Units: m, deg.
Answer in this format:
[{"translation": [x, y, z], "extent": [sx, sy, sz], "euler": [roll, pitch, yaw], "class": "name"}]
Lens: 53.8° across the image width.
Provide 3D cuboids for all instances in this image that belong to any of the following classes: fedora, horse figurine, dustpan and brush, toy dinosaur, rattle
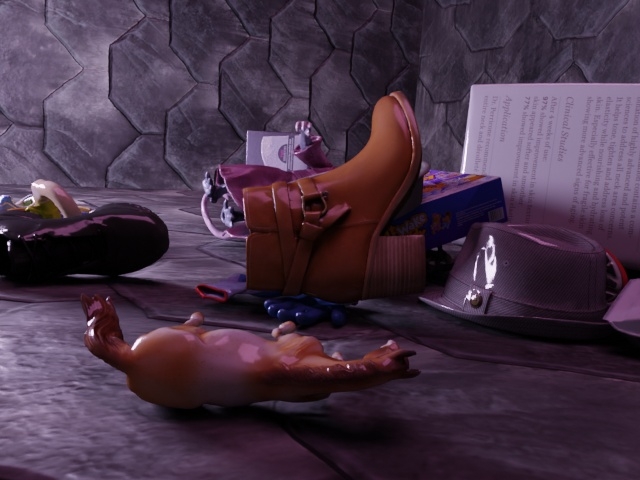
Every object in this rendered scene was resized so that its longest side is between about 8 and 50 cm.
[{"translation": [0.267, 0.039, 0.840], "extent": [0.244, 0.124, 0.275], "euler": [2, 8, -23], "class": "fedora"}, {"translation": [-0.070, 0.091, 0.498], "extent": [0.263, 0.066, 0.174], "euler": [6, 1, -4], "class": "horse figurine"}, {"translation": [0.438, 0.079, 0.682], "extent": [0.211, 0.060, 0.147], "euler": [-12, 9, 41], "class": "dustpan and brush"}, {"translation": [0.183, 0.035, 1.087], "extent": [0.268, 0.064, 0.118], "euler": [2, 0, -42], "class": "toy dinosaur"}, {"translation": [-0.459, -0.014, 1.078], "extent": [0.200, 0.130, 0.143], "euler": [37, 33, 23], "class": "rattle"}]

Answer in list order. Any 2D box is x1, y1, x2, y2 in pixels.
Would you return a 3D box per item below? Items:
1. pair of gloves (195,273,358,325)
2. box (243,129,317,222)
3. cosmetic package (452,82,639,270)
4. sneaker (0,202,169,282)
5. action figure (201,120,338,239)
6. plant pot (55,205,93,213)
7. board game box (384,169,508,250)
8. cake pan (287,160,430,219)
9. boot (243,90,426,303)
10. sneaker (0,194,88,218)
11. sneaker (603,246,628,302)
[{"translation": [-0.046, 0.074, 0.791], "extent": [0.198, 0.023, 0.159], "euler": [13, 9, 31], "class": "pair of gloves"}, {"translation": [-0.099, -0.148, 1.594], "extent": [0.163, 0.247, 0.142], "euler": [5, 9, 7], "class": "box"}, {"translation": [0.517, -0.118, 1.277], "extent": [0.394, 0.329, 0.327], "euler": [9, 1, 30], "class": "cosmetic package"}, {"translation": [-0.351, 0.014, 0.858], "extent": [0.286, 0.109, 0.130], "euler": [-5, 14, 2], "class": "sneaker"}, {"translation": [-0.039, -0.084, 1.327], "extent": [0.370, 0.248, 0.276], "euler": [-12, -18, -24], "class": "action figure"}, {"translation": [-0.638, -0.063, 1.483], "extent": [0.236, 0.032, 0.236], "euler": [5, 7, -1], "class": "plant pot"}, {"translation": [0.099, -0.032, 1.067], "extent": [0.347, 0.078, 0.233], "euler": [-19, 15, -20], "class": "board game box"}, {"translation": [0.030, -0.065, 0.986], "extent": [0.293, 0.054, 0.293], "euler": [-13, 15, 3], "class": "cake pan"}, {"translation": [0.014, -0.060, 0.795], "extent": [0.220, 0.283, 0.109], "euler": [0, -14, 2], "class": "boot"}, {"translation": [-0.531, -0.047, 1.229], "extent": [0.080, 0.081, 0.211], "euler": [6, 6, 30], "class": "sneaker"}, {"translation": [0.405, 0.038, 1.021], "extent": [0.118, 0.107, 0.279], "euler": [7, 7, -16], "class": "sneaker"}]
